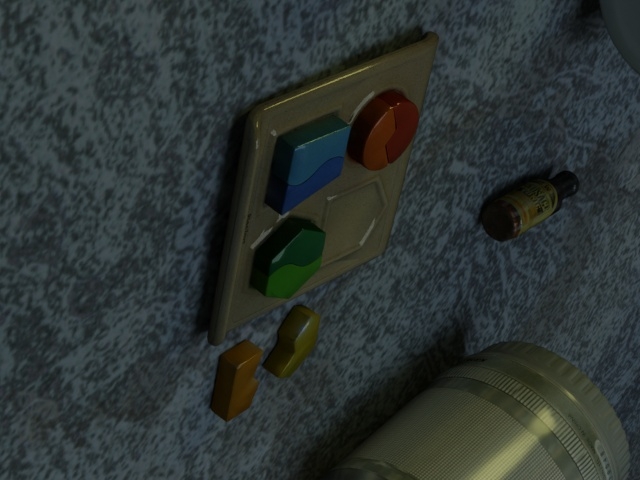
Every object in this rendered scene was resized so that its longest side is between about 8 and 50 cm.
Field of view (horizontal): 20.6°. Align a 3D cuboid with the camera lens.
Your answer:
[{"bbox_3d":[0.143,0.251,1.709,0.274,0.219,0.219,-37,148,-34],"label":"camera lens"}]

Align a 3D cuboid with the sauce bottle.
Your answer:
[{"bbox_3d":[0.204,-0.037,1.694,0.128,0.042,0.042,-31,144,-46],"label":"sauce bottle"}]

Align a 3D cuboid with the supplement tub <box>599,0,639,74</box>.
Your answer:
[{"bbox_3d":[0.410,-0.266,1.612,0.316,0.193,0.193,-32,145,-41],"label":"supplement tub"}]

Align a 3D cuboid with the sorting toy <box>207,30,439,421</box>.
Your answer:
[{"bbox_3d":[0.000,0.000,1.382,0.229,0.041,0.307,-30,144,-42],"label":"sorting toy"}]
